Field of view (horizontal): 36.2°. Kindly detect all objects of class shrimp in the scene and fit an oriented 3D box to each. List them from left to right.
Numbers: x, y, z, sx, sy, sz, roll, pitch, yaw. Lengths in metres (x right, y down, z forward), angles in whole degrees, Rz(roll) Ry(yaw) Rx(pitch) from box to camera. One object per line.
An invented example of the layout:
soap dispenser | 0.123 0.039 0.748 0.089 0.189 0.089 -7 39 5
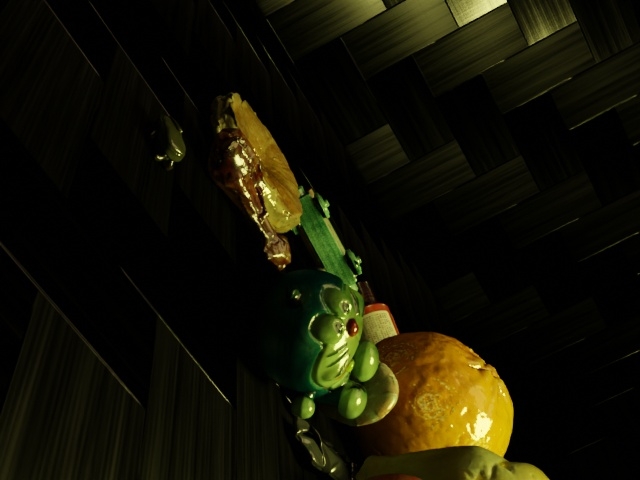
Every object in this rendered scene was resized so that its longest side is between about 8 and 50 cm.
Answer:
shrimp | 0.049 0.263 1.811 0.254 0.145 0.059 37 -16 50

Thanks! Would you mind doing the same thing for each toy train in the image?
toy train | 0.000 0.000 2.302 0.285 0.116 0.177 60 -1 -8

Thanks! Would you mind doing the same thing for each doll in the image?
doll | -0.014 0.170 1.615 0.322 0.186 0.198 76 29 -49

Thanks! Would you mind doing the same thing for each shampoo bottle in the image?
shampoo bottle | 0.134 0.225 2.347 0.104 0.104 0.278 45 21 -58

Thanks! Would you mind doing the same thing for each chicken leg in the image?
chicken leg | -0.138 -0.075 1.902 0.304 0.093 0.113 68 29 -19

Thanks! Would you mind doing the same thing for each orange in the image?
orange | 0.218 0.333 1.920 0.340 0.293 0.340 45 12 -12

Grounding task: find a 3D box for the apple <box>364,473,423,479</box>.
apple | 0.113 0.454 1.482 0.188 0.188 0.174 58 22 -23

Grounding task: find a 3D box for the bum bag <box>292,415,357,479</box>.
bum bag | 0.012 0.356 1.618 0.198 0.049 0.087 50 12 -48

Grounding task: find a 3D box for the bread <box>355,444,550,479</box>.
bread | 0.246 0.502 1.645 0.300 0.341 0.210 64 33 -23

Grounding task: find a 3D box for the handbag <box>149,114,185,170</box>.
handbag | -0.256 -0.172 1.646 0.072 0.047 0.111 43 21 -45

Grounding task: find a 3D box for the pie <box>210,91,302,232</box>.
pie | -0.136 -0.165 2.099 0.339 0.083 0.339 61 10 -19
